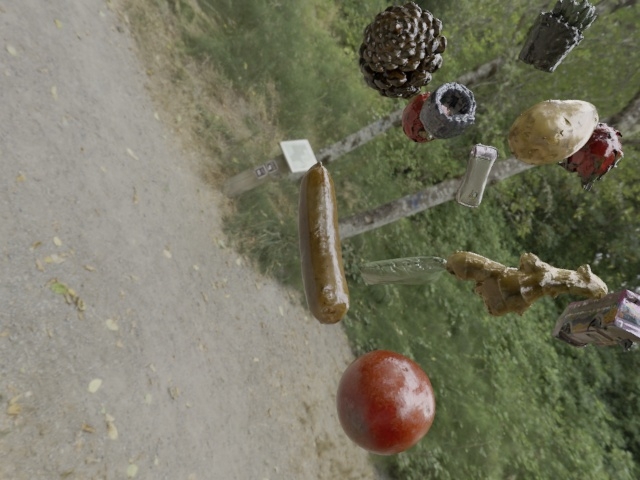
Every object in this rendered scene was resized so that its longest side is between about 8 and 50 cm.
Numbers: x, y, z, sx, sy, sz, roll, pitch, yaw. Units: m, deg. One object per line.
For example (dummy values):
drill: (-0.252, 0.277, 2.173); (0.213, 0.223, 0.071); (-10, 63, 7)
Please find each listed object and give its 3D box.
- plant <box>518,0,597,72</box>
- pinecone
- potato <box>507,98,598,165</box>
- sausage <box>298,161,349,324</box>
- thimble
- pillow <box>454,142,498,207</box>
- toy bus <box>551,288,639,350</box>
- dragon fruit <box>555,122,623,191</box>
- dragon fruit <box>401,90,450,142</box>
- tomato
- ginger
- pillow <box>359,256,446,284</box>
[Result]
plant: (0.656, -0.579, 1.165); (0.129, 0.194, 0.132); (30, 29, 0)
pinecone: (0.217, -0.515, 1.151); (0.257, 0.243, 0.244); (-81, 147, -78)
potato: (0.594, -0.277, 1.056); (0.128, 0.234, 0.161); (118, -33, -82)
sausage: (-0.001, 0.001, 1.235); (0.136, 0.123, 0.501); (128, -39, -59)
thimble: (0.373, -0.377, 1.217); (0.098, 0.150, 0.150); (133, -63, -70)
pillow: (0.569, -0.233, 1.522); (0.038, 0.130, 0.233); (43, -58, 58)
toy bus: (0.693, 0.205, 1.036); (0.090, 0.112, 0.274); (26, -15, 8)
dragon fruit: (1.048, -0.330, 1.612); (0.193, 0.192, 0.274); (-178, -89, -79)
dragon fruit: (0.381, -0.443, 1.515); (0.209, 0.172, 0.172); (-60, 142, -26)
tomato: (0.167, 0.433, 1.114); (0.265, 0.264, 0.265); (-22, 90, -82)
ginger: (0.450, 0.095, 0.919); (0.081, 0.333, 0.148); (34, 56, -74)
pillow: (0.281, 0.117, 1.436); (0.274, 0.280, 0.076); (61, 26, -72)
